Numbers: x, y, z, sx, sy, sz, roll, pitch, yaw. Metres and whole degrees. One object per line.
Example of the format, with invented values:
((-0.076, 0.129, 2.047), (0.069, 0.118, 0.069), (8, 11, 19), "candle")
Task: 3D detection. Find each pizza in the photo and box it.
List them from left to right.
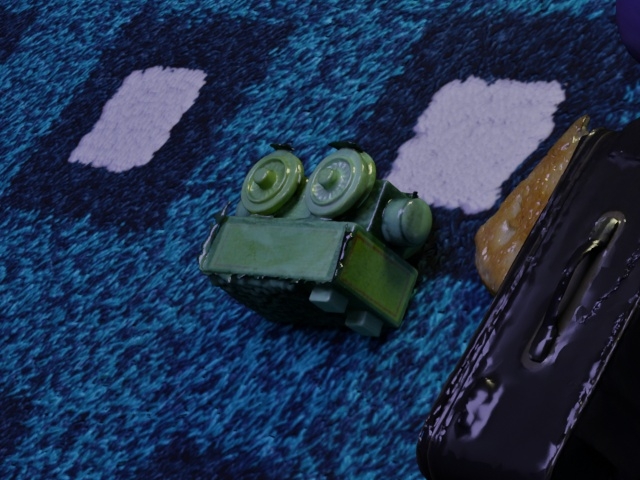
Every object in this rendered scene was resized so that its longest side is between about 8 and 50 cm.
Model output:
((0.258, -0.030, 1.778), (0.181, 0.034, 0.262), (0, 54, 42), "pizza")

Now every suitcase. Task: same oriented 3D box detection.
((0.267, 0.101, 1.435), (0.194, 0.283, 0.434), (10, 61, 43), "suitcase")

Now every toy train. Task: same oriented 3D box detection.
((0.000, 0.000, 1.891), (0.272, 0.159, 0.188), (3, 65, 44), "toy train")

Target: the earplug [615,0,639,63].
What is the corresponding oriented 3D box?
((0.489, -0.166, 1.574), (0.215, 0.215, 0.456), (-41, 40, 1), "earplug")
